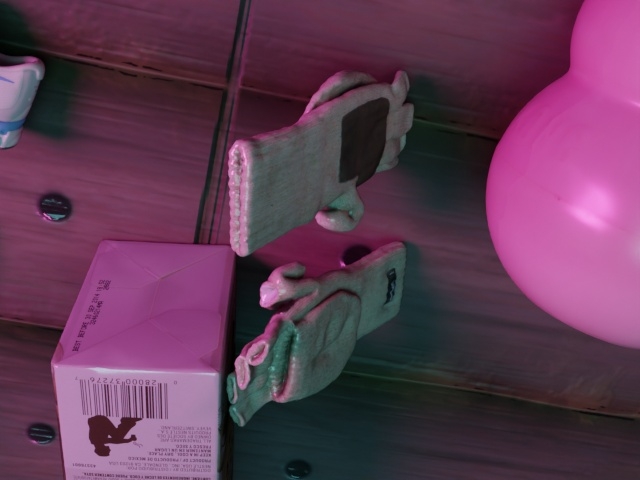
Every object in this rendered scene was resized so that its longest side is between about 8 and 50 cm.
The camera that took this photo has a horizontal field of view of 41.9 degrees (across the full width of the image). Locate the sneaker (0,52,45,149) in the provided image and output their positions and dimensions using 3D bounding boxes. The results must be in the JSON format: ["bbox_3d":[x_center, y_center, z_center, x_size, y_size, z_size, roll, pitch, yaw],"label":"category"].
[{"bbox_3d":[-0.278,-0.145,0.570,0.191,0.071,0.083,29,110,-26],"label":"sneaker"}]

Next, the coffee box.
[{"bbox_3d":[-0.133,0.169,0.694,0.119,0.168,0.297,3,121,-3],"label":"coffee box"}]

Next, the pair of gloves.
[{"bbox_3d":[0.000,0.000,0.600,0.042,0.204,0.240,20,128,29],"label":"pair of gloves"}]

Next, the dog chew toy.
[{"bbox_3d":[0.242,-0.098,0.536,0.207,0.206,0.331,16,111,-10],"label":"dog chew toy"}]
